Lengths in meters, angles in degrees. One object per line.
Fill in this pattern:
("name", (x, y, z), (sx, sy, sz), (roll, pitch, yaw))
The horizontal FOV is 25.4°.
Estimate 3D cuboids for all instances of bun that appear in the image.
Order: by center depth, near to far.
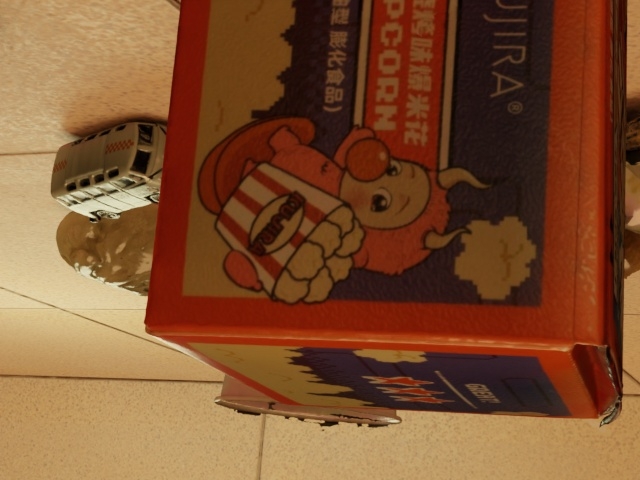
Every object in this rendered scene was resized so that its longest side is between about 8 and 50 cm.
("bun", (-0.248, 0.018, 1.962), (0.237, 0.116, 0.210), (-4, 165, 36))

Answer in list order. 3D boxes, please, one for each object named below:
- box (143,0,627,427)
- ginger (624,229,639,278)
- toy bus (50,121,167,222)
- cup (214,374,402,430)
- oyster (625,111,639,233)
("box", (0.071, -0.073, 0.926), (0.257, 0.348, 0.318), (2, 165, 13))
("ginger", (0.220, -0.048, 1.515), (0.270, 0.123, 0.219), (29, 174, -20))
("toy bus", (-0.225, -0.082, 1.595), (0.089, 0.087, 0.194), (21, 159, -38))
("cup", (-0.004, 0.111, 1.931), (0.253, 0.274, 0.253), (6, 168, 1))
("oyster", (0.370, -0.062, 1.386), (0.260, 0.092, 0.198), (5, 155, 22))
